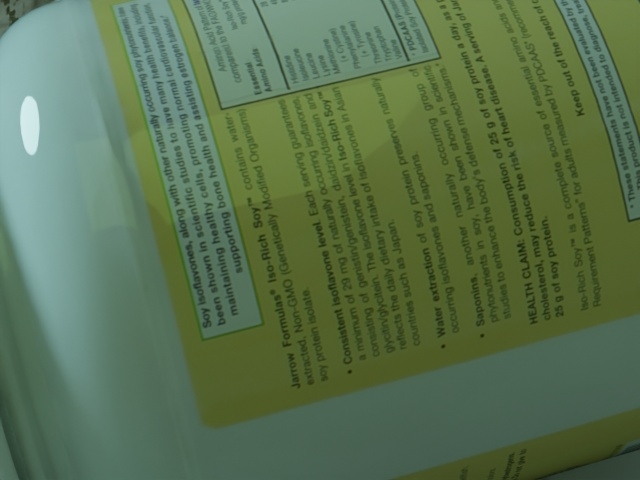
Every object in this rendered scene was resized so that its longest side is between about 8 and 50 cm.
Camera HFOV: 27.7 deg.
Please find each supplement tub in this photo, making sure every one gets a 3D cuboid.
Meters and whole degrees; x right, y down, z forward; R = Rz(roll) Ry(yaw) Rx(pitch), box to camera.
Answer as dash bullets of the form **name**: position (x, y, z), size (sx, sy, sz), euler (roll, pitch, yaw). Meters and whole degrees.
- **supplement tub**: position (0.000, 0.000, 0.543), size (0.331, 0.241, 0.241), euler (-14, 52, -9)
